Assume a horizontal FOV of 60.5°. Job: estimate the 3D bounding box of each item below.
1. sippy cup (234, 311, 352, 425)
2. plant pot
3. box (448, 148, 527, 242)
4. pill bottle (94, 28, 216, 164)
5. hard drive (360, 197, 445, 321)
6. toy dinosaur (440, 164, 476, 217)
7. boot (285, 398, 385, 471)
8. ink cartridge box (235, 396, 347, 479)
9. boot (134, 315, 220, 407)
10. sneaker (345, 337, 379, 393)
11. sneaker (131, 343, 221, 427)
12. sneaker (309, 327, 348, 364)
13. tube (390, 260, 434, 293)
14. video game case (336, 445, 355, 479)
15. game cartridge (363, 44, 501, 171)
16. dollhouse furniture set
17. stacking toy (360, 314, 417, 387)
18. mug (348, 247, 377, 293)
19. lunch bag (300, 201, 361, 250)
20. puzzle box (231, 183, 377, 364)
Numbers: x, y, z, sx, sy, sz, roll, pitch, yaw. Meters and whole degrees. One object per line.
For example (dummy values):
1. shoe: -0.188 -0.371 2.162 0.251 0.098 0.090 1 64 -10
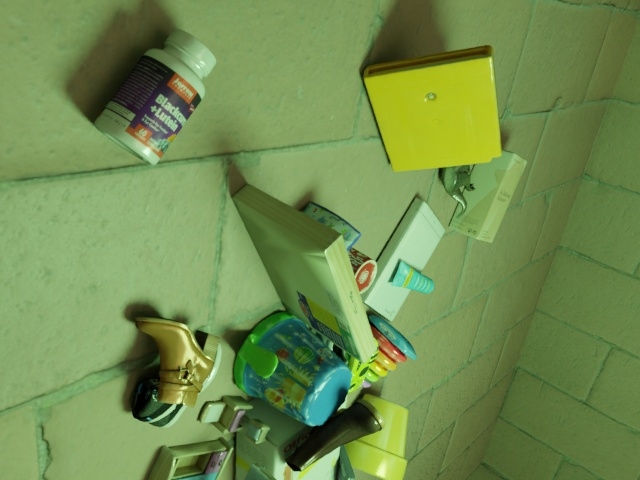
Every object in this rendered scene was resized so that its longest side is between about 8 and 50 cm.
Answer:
1. sippy cup: -0.054 0.326 1.347 0.306 0.224 0.240 -16 123 -45
2. plant pot: 0.190 0.667 1.874 0.254 0.254 0.239 48 59 -53
3. box: 0.580 -0.161 1.904 0.148 0.121 0.311 6 108 -52
4. pill bottle: -0.247 -0.223 0.847 0.193 0.108 0.108 -57 144 -7
5. hard drive: 0.259 0.069 1.720 0.353 0.047 0.233 -58 145 -6
6. toy dinosaur: 0.427 -0.227 1.706 0.160 0.121 0.313 -5 122 -36
7. boot: 0.033 0.479 1.307 0.207 0.090 0.248 -36 178 -29
8. ink cartridge box: -0.085 0.591 1.533 0.279 0.160 0.384 -24 129 -42
9. boot: -0.291 0.235 1.064 0.197 0.073 0.152 30 70 -36
10. sneaker: 0.073 0.364 1.626 0.110 0.123 0.295 5 128 -37
11. sneaker: -0.302 0.287 1.136 0.216 0.079 0.121 -56 144 -8
12. sneaker: 0.067 0.190 1.487 0.112 0.131 0.318 -5 116 -50
13. tube: 0.286 0.122 1.712 0.207 0.052 0.080 22 88 -49
14. video game case: 0.043 0.712 1.713 0.026 0.196 0.274 -4 132 -19
15. game cartridge: 0.280 -0.301 1.324 0.323 0.286 0.052 61 32 -50
16. dollhouse furniture set: -0.204 0.560 1.244 0.198 0.303 0.286 18 97 -55
17. stacking toy: 0.139 0.394 1.722 0.302 0.175 0.166 -46 149 1
18. mug: 0.042 0.071 1.345 0.113 0.169 0.150 -10 119 -49
19. lunch bag: 0.000 0.000 1.263 0.129 0.151 0.096 -47 141 -21
20. puzzle box: -0.025 0.082 1.184 0.052 0.272 0.408 -44 142 -22
